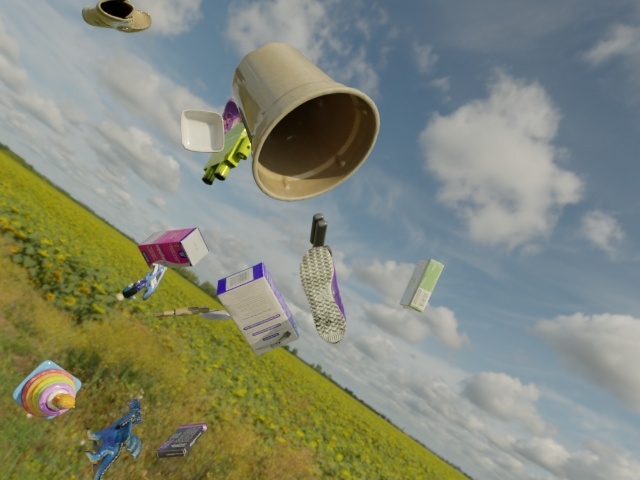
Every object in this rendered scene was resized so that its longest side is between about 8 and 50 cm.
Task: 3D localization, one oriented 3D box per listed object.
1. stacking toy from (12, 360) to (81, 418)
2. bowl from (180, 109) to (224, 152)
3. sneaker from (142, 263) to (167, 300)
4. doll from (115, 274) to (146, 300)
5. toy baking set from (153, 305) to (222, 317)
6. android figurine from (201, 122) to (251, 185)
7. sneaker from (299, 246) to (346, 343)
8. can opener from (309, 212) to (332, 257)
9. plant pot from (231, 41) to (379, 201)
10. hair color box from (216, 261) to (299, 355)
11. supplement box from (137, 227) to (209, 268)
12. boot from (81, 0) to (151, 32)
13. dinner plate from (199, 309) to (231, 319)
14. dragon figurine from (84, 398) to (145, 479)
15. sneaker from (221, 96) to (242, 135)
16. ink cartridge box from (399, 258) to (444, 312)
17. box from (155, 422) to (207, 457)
[{"bbox_3d":[-0.897,0.532,1.361,0.302,0.165,0.175,-8,-51,44],"label":"stacking toy"},{"bbox_3d":[-0.406,-0.366,1.368,0.142,0.141,0.053,-2,-2,-27],"label":"bowl"},{"bbox_3d":[-0.617,0.150,1.461,0.059,0.144,0.053,30,-24,-19],"label":"sneaker"},{"bbox_3d":[-0.951,0.252,2.039,0.046,0.189,0.129,35,-48,16],"label":"doll"},{"bbox_3d":[-0.503,0.268,1.542,0.257,0.030,0.197,-2,-7,-21],"label":"toy baking set"},{"bbox_3d":[-0.324,-0.320,1.437,0.248,0.272,0.056,-9,-40,44],"label":"android figurine"},{"bbox_3d":[0.012,0.168,1.200,0.102,0.293,0.146,-13,-23,5],"label":"sneaker"},{"bbox_3d":[0.000,0.000,1.592,0.280,0.093,0.074,93,-26,-52],"label":"can opener"},{"bbox_3d":[-0.072,-0.323,1.025,0.305,0.334,0.333,59,-3,29],"label":"plant pot"},{"bbox_3d":[-0.230,0.265,1.521,0.110,0.185,0.338,-109,177,-60],"label":"hair color box"},{"bbox_3d":[-0.560,0.031,1.526,0.220,0.114,0.111,-5,-61,25],"label":"supplement box"},{"bbox_3d":[-0.618,-0.717,1.275,0.165,0.213,0.077,15,-65,43],"label":"boot"},{"bbox_3d":[-0.431,0.307,1.671,0.141,0.017,0.141,6,2,0],"label":"dinner plate"},{"bbox_3d":[-0.528,0.534,1.056,0.289,0.144,0.085,29,-48,60],"label":"dragon figurine"},{"bbox_3d":[-0.379,-0.471,1.636,0.095,0.104,0.236,36,-44,-3],"label":"sneaker"},{"bbox_3d":[0.326,0.154,1.376,0.056,0.171,0.235,26,-7,-3],"label":"ink cartridge box"},{"bbox_3d":[-0.502,0.726,1.460,0.116,0.029,0.162,-12,4,15],"label":"box"}]
